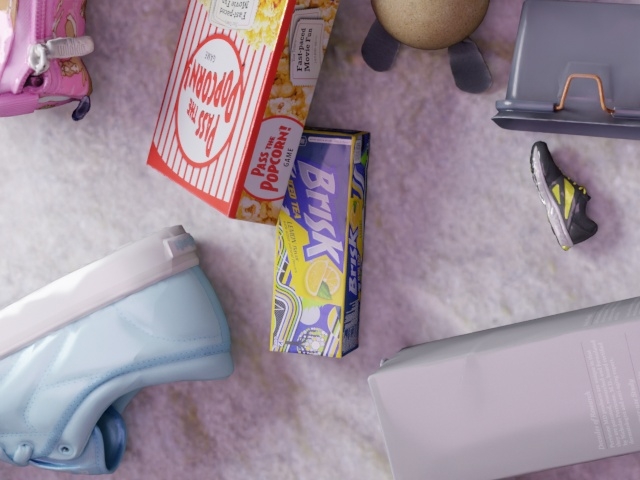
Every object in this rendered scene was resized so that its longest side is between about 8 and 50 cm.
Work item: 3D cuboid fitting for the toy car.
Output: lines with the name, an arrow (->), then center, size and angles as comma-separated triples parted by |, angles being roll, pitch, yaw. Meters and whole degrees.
toy car -> 0.086, -0.196, 1.435 | 0.155, 0.149, 0.188 | 16, 128, 18

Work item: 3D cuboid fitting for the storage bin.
storage bin -> 0.194, -0.123, 1.416 | 0.135, 0.098, 0.091 | 4, 87, 14

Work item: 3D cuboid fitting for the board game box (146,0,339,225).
board game box -> -0.057, -0.124, 1.458 | 0.147, 0.045, 0.193 | 30, 108, 56

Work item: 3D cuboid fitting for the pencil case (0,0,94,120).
pencil case -> -0.227, -0.284, 1.470 | 0.167, 0.160, 0.386 | 8, 98, 14

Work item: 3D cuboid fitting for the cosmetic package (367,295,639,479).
cosmetic package -> 0.165, 0.108, 1.429 | 0.238, 0.127, 0.107 | -16, 93, 18

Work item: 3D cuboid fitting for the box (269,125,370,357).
box -> 0.000, 0.000, 1.497 | 0.059, 0.054, 0.169 | 5, 97, 14

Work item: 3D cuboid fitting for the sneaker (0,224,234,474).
sneaker -> -0.232, 0.133, 1.533 | 0.366, 0.135, 0.150 | -29, 86, 17

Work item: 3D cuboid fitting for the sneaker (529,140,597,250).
sneaker -> 0.179, -0.036, 1.461 | 0.035, 0.031, 0.083 | -19, 95, 3
